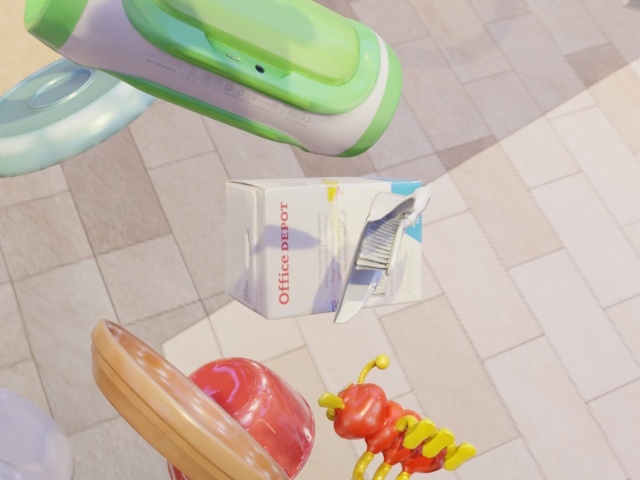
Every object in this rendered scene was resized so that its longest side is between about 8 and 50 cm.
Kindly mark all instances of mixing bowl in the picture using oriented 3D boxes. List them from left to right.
[{"bbox_3d":[-0.103,0.201,0.916,0.181,0.098,0.181,-8,41,7],"label":"mixing bowl"}]

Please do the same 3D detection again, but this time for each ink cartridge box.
[{"bbox_3d":[0.000,0.000,1.113,0.232,0.168,0.171,-3,99,-25],"label":"ink cartridge box"}]

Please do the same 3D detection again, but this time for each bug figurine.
[{"bbox_3d":[0.023,0.215,0.566,0.216,0.279,0.072,38,23,-16],"label":"bug figurine"}]

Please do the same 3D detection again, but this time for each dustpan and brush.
[{"bbox_3d":[0.080,-0.013,0.873,0.060,0.147,0.211,19,38,4],"label":"dustpan and brush"}]

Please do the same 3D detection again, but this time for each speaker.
[{"bbox_3d":[-0.077,-0.164,0.657,0.296,0.131,0.131,18,55,-33],"label":"speaker"}]

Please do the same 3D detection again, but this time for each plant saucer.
[{"bbox_3d":[-0.360,-0.202,1.141,0.317,0.044,0.318,-16,36,12],"label":"plant saucer"},{"bbox_3d":[-0.104,0.138,0.615,0.200,0.200,0.037,40,81,12],"label":"plant saucer"}]

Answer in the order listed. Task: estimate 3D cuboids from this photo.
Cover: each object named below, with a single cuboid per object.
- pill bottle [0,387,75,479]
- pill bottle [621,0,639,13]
[{"bbox_3d":[-0.308,0.234,0.640,0.124,0.124,0.221,42,100,13],"label":"pill bottle"},{"bbox_3d":[0.407,-0.205,0.693,0.264,0.146,0.146,19,59,3],"label":"pill bottle"}]
